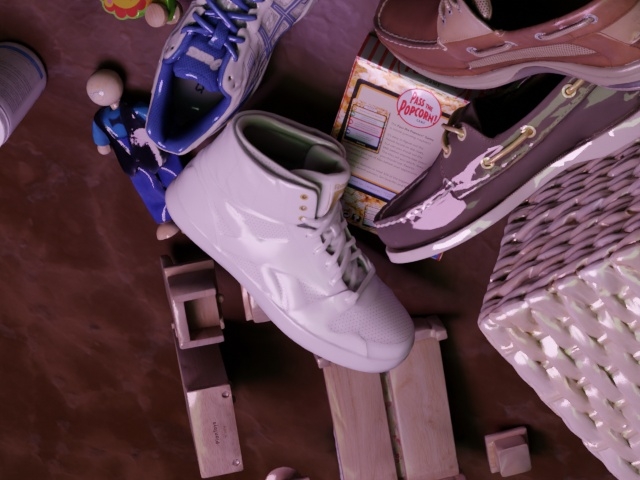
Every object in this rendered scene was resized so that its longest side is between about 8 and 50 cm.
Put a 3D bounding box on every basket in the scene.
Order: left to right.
[{"bbox_3d":[0.365,0.037,1.463,0.328,0.266,0.331,-30,111,37],"label":"basket"}]

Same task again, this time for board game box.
[{"bbox_3d":[0.081,-0.087,1.614,0.147,0.045,0.193,23,131,3],"label":"board game box"}]

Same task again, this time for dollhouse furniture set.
[{"bbox_3d":[0.025,0.121,1.808,0.355,0.174,0.303,-12,113,-7],"label":"dollhouse furniture set"}]

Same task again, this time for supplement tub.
[{"bbox_3d":[-0.326,-0.145,1.680,0.071,0.107,0.071,10,129,13],"label":"supplement tub"}]

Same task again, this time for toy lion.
[{"bbox_3d":[-0.169,-0.252,1.580,0.096,0.034,0.100,31,118,20],"label":"toy lion"}]

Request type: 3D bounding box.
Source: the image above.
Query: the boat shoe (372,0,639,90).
[{"bbox_3d":[0.159,-0.201,1.388,0.324,0.123,0.116,5,158,46],"label":"boat shoe"}]

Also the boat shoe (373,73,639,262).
[{"bbox_3d":[0.167,-0.091,1.482,0.324,0.116,0.097,-32,111,29],"label":"boat shoe"}]

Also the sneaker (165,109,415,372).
[{"bbox_3d":[0.000,0.000,1.611,0.292,0.108,0.169,38,138,-6],"label":"sneaker"}]

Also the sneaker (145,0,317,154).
[{"bbox_3d":[-0.077,-0.197,1.531,0.112,0.131,0.296,26,130,2],"label":"sneaker"}]

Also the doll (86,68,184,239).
[{"bbox_3d":[-0.178,-0.094,1.706,0.129,0.046,0.189,-12,116,39],"label":"doll"}]
